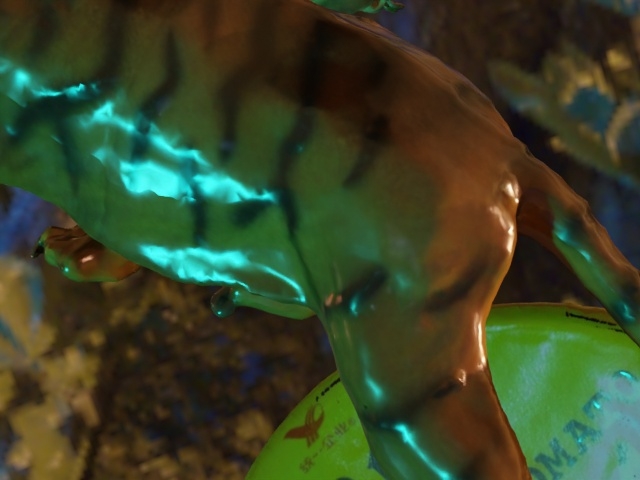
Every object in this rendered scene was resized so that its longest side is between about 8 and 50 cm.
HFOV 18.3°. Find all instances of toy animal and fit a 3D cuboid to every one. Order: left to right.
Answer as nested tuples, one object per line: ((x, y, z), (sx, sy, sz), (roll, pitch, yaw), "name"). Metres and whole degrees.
((0.002, -0.004, 0.366), (0.255, 0.116, 0.114), (21, -148, 10), "toy animal")

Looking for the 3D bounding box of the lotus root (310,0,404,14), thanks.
((-0.062, -0.227, 0.712), (0.151, 0.342, 0.169), (-22, 174, -21), "lotus root")

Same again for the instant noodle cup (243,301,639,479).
((0.139, 0.198, 0.979), (0.326, 0.325, 0.254), (-10, 170, 22), "instant noodle cup")
